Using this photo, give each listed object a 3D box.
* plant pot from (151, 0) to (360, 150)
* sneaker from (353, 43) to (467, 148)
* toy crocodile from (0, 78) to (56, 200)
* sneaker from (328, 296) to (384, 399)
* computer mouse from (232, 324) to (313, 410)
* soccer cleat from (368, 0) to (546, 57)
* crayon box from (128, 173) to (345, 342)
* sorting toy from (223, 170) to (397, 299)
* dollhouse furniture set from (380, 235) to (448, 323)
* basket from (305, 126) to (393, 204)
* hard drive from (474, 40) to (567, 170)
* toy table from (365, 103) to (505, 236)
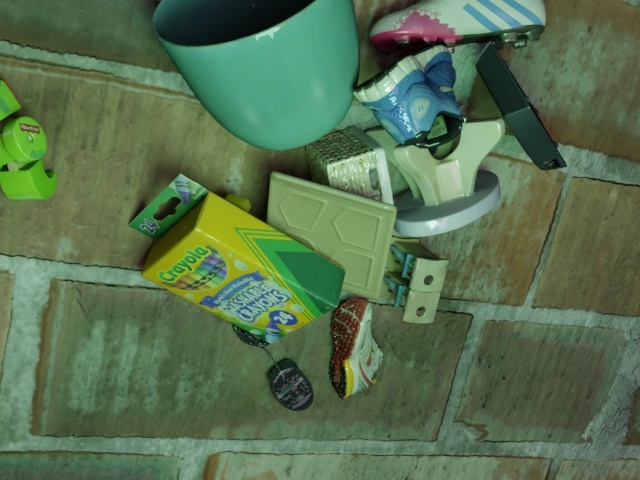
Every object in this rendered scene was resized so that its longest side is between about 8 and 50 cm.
[{"bbox_3d":[-0.070,-0.282,1.274,0.293,0.293,0.235,-32,132,-8],"label":"plant pot"},{"bbox_3d":[0.157,-0.217,1.340,0.130,0.330,0.147,-27,97,28],"label":"sneaker"},{"bbox_3d":[-0.493,-0.204,1.231,0.115,0.105,0.340,-16,114,23],"label":"toy crocodile"},{"bbox_3d":[0.074,0.199,1.613,0.093,0.088,0.225,-13,129,-25],"label":"sneaker"},{"bbox_3d":[-0.090,0.230,1.590,0.071,0.041,0.242,-35,111,-8],"label":"computer mouse"},{"bbox_3d":[0.233,-0.400,1.454,0.331,0.116,0.143,-7,89,-17],"label":"soccer cleat"},{"bbox_3d":[-0.149,0.042,1.384,0.323,0.203,0.083,31,51,-21],"label":"crayon box"},{"bbox_3d":[-0.033,-0.022,1.401,0.307,0.041,0.229,17,135,10],"label":"sorting toy"},{"bbox_3d":[0.114,0.069,1.553,0.184,0.129,0.128,4,108,-24],"label":"dollhouse furniture set"},{"bbox_3d":[0.046,-0.116,1.442,0.103,0.167,0.113,-16,114,-9],"label":"basket"},{"bbox_3d":[0.354,-0.226,1.486,0.054,0.172,0.255,-31,150,17],"label":"hard drive"},{"bbox_3d":[0.208,-0.129,1.471,0.252,0.274,0.160,-5,111,22],"label":"toy table"}]
